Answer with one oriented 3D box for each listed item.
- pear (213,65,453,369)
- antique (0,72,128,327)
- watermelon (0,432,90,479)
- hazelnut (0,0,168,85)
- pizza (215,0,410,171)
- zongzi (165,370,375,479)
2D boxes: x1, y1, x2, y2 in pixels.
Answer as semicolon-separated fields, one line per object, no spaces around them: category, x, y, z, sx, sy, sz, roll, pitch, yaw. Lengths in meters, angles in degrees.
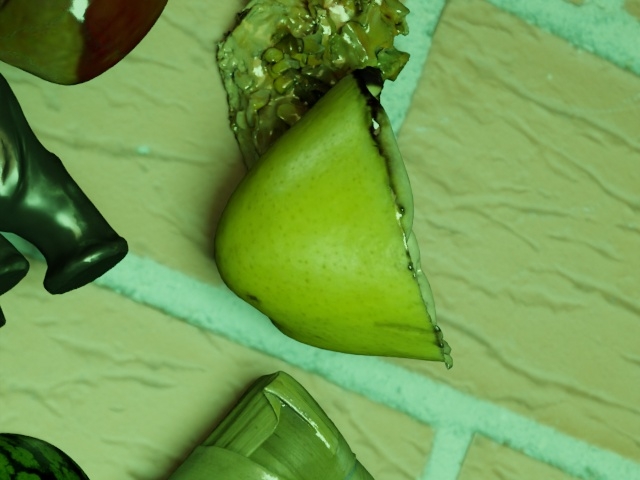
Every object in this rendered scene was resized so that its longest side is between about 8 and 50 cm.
pear;0.001;0.003;1.220;0.178;0.267;0.267;-17;89;0
antique;-0.323;-0.044;1.069;0.255;0.185;0.322;61;27;5
watermelon;-0.231;0.231;1.188;0.094;0.125;0.135;-45;120;12
hazelnut;-0.223;-0.235;1.180;0.212;0.181;0.181;33;96;-2
pizza;-0.016;-0.156;1.296;0.147;0.069;0.226;43;73;-11
zongzi;-0.034;0.270;1.225;0.228;0.115;0.256;-45;107;-21
